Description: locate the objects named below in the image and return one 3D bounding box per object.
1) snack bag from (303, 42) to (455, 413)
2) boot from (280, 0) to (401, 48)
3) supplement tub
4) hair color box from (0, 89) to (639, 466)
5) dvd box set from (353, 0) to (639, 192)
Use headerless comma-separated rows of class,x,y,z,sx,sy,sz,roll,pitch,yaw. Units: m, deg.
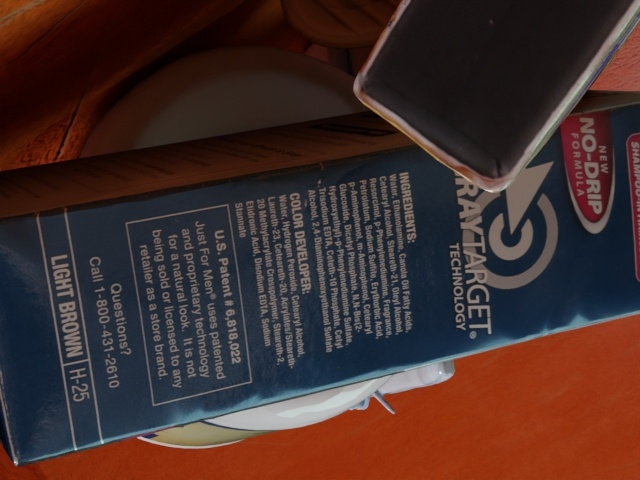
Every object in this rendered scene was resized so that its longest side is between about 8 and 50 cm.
snack bag,0.026,-0.027,1.027,0.037,0.323,0.342,-1,171,-15
boot,0.058,-0.155,0.734,0.248,0.090,0.207,-40,180,-20
supplement tub,-0.071,0.022,0.894,0.228,0.228,0.316,-36,180,-21
hair color box,0.000,0.000,0.643,0.347,0.105,0.174,-12,-168,-21
dvd box set,0.164,-0.191,0.535,0.308,0.062,0.420,-57,173,20
